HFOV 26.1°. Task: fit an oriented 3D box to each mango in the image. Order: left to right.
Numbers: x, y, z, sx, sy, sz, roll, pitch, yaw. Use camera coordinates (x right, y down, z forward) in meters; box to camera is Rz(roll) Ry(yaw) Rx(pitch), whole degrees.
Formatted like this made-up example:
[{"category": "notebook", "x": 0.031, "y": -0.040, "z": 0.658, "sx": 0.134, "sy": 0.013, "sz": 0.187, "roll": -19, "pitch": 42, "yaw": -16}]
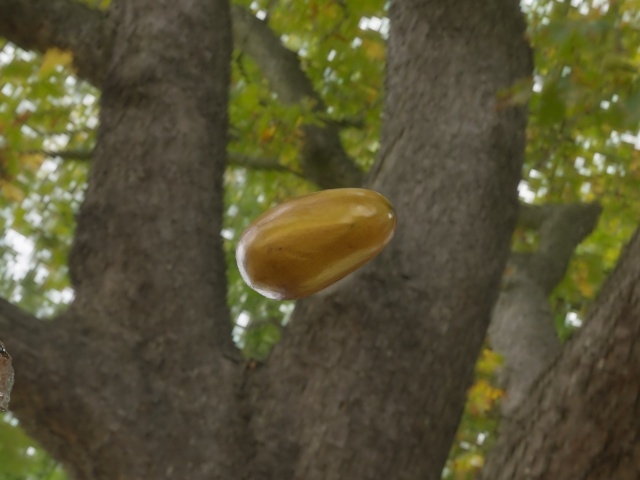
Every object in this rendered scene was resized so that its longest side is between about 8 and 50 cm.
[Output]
[{"category": "mango", "x": 0.000, "y": 0.000, "z": 1.573, "sx": 0.219, "sy": 0.145, "sz": 0.112, "roll": -19, "pitch": -93, "yaw": 38}]

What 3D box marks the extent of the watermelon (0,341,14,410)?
[{"category": "watermelon", "x": -0.533, "y": 0.157, "z": 1.873, "sx": 0.257, "sy": 0.192, "sz": 0.139, "roll": 14, "pitch": -45, "yaw": 4}]
